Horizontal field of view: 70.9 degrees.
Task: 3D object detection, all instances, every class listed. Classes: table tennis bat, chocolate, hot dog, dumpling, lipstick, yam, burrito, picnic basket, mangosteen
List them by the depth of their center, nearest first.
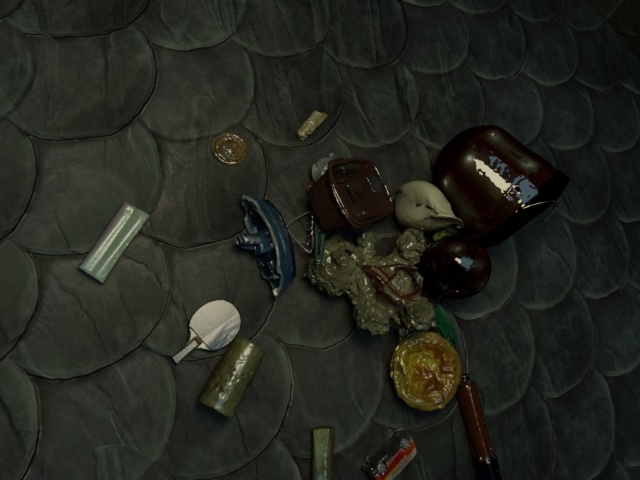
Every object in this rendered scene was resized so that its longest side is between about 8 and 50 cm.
[{"bbox_3d":[-0.234,0.362,1.197,0.107,0.107,0.194,33,67,-11],"label":"yam"},{"bbox_3d":[-0.316,0.256,1.239,0.220,0.019,0.130,-41,93,-25],"label":"table tennis bat"},{"bbox_3d":[0.008,0.609,1.252,0.068,0.068,0.170,5,76,-20],"label":"yam"},{"bbox_3d":[0.084,-0.132,1.373,0.296,0.129,0.223,-20,86,-54],"label":"picnic basket"},{"bbox_3d":[0.509,0.640,1.433,0.077,0.077,0.419,-9,80,-23],"label":"lipstick"},{"bbox_3d":[0.352,-0.087,1.452,0.226,0.175,0.244,21,38,-29],"label":"dumpling"},{"bbox_3d":[0.266,0.272,1.453,0.043,0.028,0.137,-4,75,5],"label":"hot dog"},{"bbox_3d":[0.424,0.054,1.471,0.231,0.231,0.290,3,56,-20],"label":"mangosteen"},{"bbox_3d":[-0.025,-0.389,1.488,0.041,0.055,0.149,31,67,22],"label":"burrito"},{"bbox_3d":[0.554,-0.213,1.499,0.331,0.383,0.383,48,66,-4],"label":"chocolate"}]

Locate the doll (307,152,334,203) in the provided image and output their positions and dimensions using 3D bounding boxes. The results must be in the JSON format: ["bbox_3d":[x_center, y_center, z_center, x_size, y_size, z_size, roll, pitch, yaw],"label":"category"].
[{"bbox_3d":[0.004,-0.198,1.443,0.093,0.079,0.180,24,82,-29],"label":"doll"}]

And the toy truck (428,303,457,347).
[{"bbox_3d":[0.387,0.294,1.474,0.079,0.065,0.147,-29,87,-28],"label":"toy truck"}]

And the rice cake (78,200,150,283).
[{"bbox_3d":[-0.549,0.002,1.197,0.080,0.042,0.222,32,69,-13],"label":"rice cake"}]

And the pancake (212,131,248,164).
[{"bbox_3d":[-0.279,-0.284,1.385,0.114,0.011,0.115,6,74,-21],"label":"pancake"}]

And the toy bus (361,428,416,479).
[{"bbox_3d":[0.209,0.640,1.321,0.174,0.079,0.077,-34,99,-25],"label":"toy bus"}]

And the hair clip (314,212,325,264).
[{"bbox_3d":[0.000,0.000,1.333,0.039,0.070,0.230,-3,41,2],"label":"hair clip"}]

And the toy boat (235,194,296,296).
[{"bbox_3d":[-0.167,0.011,1.294,0.142,0.129,0.310,-16,85,-34],"label":"toy boat"}]

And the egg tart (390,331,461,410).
[{"bbox_3d":[0.319,0.401,1.394,0.240,0.106,0.241,2,80,-14],"label":"egg tart"}]

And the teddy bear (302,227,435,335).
[{"bbox_3d":[0.136,0.107,1.349,0.367,0.224,0.358,16,53,-15],"label":"teddy bear"}]

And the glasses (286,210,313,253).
[{"bbox_3d":[-0.076,-0.030,1.372,0.103,0.062,0.140,8,67,-17],"label":"glasses"}]
